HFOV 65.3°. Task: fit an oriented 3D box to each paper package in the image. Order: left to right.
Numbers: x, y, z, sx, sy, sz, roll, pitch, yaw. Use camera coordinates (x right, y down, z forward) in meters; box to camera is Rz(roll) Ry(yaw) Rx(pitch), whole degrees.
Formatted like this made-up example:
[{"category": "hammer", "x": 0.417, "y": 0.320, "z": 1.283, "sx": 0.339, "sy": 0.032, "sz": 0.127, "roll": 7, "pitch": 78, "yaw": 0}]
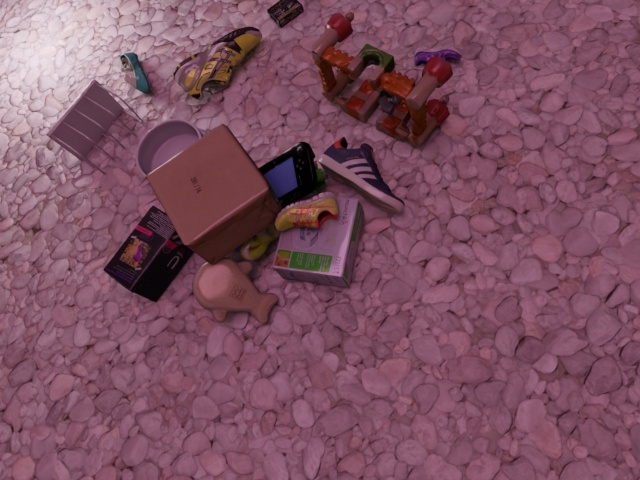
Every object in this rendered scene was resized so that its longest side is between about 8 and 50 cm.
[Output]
[{"category": "paper package", "x": -0.326, "y": -0.145, "z": 1.550, "sx": 0.309, "sy": 0.168, "sz": 0.325, "roll": -35, "pitch": 62, "yaw": -1}]

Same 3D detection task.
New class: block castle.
[{"category": "block castle", "x": 0.210, "y": -0.536, "z": 1.645, "sx": 0.453, "sy": 0.303, "sz": 0.213, "roll": 33, "pitch": 79, "yaw": 22}]

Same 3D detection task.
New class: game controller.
[{"category": "game controller", "x": -0.125, "y": -0.185, "z": 1.587, "sx": 0.319, "sy": 0.067, "sz": 0.166, "roll": -23, "pitch": 64, "yaw": 45}]

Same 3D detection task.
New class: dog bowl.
[{"category": "dog bowl", "x": -0.541, "y": -0.312, "z": 1.854, "sx": 0.265, "sy": 0.104, "sz": 0.265, "roll": -5, "pitch": 68, "yaw": 12}]

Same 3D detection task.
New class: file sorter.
[{"category": "file sorter", "x": -0.854, "y": -0.433, "z": 1.933, "sx": 0.173, "sy": 0.193, "sz": 0.278, "roll": 30, "pitch": 79, "yaw": 20}]

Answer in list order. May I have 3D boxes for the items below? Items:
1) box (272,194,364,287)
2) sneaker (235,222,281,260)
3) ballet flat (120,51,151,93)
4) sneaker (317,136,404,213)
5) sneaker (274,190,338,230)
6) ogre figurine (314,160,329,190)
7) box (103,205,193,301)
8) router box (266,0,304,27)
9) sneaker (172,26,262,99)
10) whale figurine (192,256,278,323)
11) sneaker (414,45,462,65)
[{"category": "box", "x": 0.000, "y": 0.000, "z": 1.590, "sx": 0.231, "sy": 0.127, "sz": 0.262, "roll": 7, "pitch": 70, "yaw": 18}, {"category": "sneaker", "x": -0.194, "y": -0.033, "z": 1.668, "sx": 0.240, "sy": 0.091, "sz": 0.126, "roll": -41, "pitch": 34, "yaw": -28}, {"category": "ballet flat", "x": -0.775, "y": -0.688, "z": 2.064, "sx": 0.087, "sy": 0.083, "sz": 0.247, "roll": -13, "pitch": 57, "yaw": -28}, {"category": "sneaker", "x": 0.156, "y": -0.227, "z": 1.633, "sx": 0.350, "sy": 0.131, "sz": 0.148, "roll": 38, "pitch": 85, "yaw": 23}, {"category": "sneaker", "x": -0.040, "y": -0.070, "z": 1.515, "sx": 0.208, "sy": 0.081, "sz": 0.094, "roll": -24, "pitch": 66, "yaw": 4}, {"category": "ogre figurine", "x": -0.047, "y": -0.206, "z": 1.678, "sx": 0.118, "sy": 0.197, "sz": 0.097, "roll": -24, "pitch": 89, "yaw": -15}, {"category": "box", "x": -0.561, "y": 0.047, "z": 1.687, "sx": 0.143, "sy": 0.165, "sz": 0.270, "roll": 31, "pitch": 80, "yaw": 23}, {"category": "router box", "x": -0.142, "y": -0.935, "z": 2.030, "sx": 0.122, "sy": 0.038, "sz": 0.092, "roll": -37, "pitch": 65, "yaw": -2}, {"category": "sneaker", "x": -0.383, "y": -0.696, "z": 1.968, "sx": 0.385, "sy": 0.145, "sz": 0.147, "roll": -35, "pitch": 96, "yaw": -4}, {"category": "whale figurine", "x": -0.276, "y": 0.167, "z": 1.609, "sx": 0.272, "sy": 0.141, "sz": 0.216, "roll": 26, "pitch": 77, "yaw": -4}, {"category": "sneaker", "x": 0.417, "y": -0.645, "z": 1.777, "sx": 0.170, "sy": 0.068, "sz": 0.071, "roll": 6, "pitch": 86, "yaw": 25}]
